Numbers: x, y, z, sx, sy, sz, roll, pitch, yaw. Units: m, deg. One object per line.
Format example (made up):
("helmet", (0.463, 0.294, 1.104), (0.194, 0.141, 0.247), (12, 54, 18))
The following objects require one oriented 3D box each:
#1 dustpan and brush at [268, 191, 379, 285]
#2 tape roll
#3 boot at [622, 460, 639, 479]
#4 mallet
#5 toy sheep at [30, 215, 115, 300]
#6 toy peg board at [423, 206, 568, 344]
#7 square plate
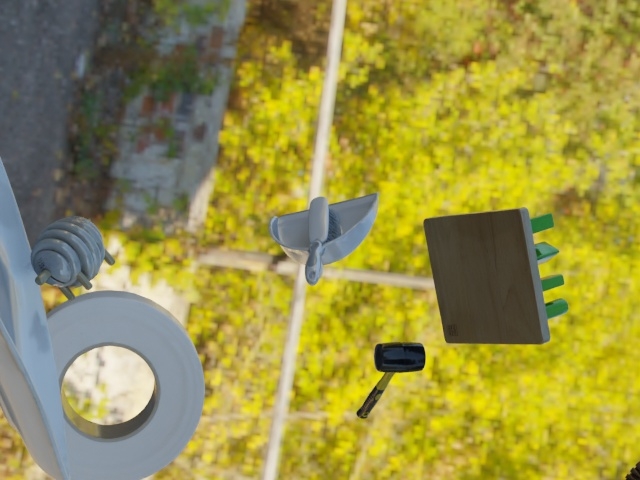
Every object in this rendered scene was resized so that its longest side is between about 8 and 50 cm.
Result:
("dustpan and brush", (0.000, 0.000, 1.517), (0.211, 0.147, 0.060), (-89, 161, -49))
("tape roll", (-0.318, 0.219, 1.829), (0.100, 0.286, 0.286), (-152, -111, -79))
("boot", (0.327, 0.291, 1.185), (0.059, 0.085, 0.157), (-17, -129, 52))
("mallet", (0.071, 0.184, 1.570), (0.189, 0.062, 0.039), (124, -36, -50))
("toy sheep", (-0.299, 0.019, 1.451), (0.132, 0.091, 0.091), (-60, 157, -60))
("toy peg board", (0.221, 0.040, 1.487), (0.079, 0.161, 0.161), (-14, 95, -39))
("square plate", (-0.341, 0.036, 1.286), (0.347, 0.049, 0.344), (83, -11, -46))
